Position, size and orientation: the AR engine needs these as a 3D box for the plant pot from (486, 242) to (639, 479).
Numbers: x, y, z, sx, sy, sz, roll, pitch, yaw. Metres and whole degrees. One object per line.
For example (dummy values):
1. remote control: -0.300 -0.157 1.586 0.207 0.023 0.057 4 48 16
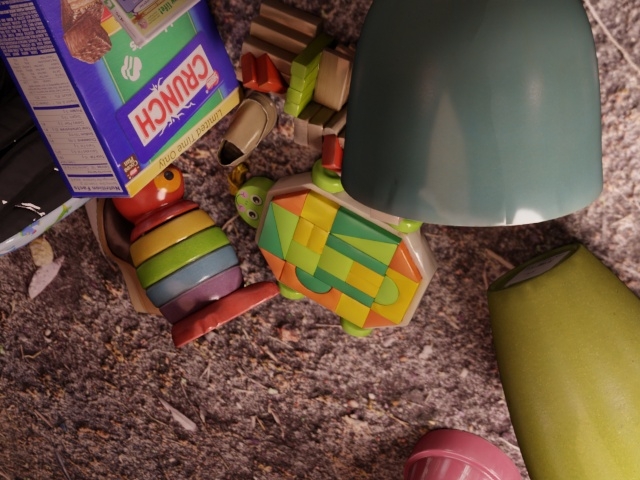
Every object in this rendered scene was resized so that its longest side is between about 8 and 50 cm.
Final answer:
1. plant pot: 0.342 0.163 1.324 0.275 0.275 0.293 -26 94 44

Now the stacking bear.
1. stacking bear: -0.221 0.003 1.574 0.164 0.175 0.289 -30 88 51

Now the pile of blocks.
1. pile of blocks: 0.031 -0.155 1.328 0.362 0.112 0.149 42 137 -6

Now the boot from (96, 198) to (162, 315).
1. boot: -0.245 0.015 1.697 0.207 0.090 0.248 -6 119 19

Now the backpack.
1. backpack: -0.515 -0.098 1.553 0.273 0.355 0.290 -26 110 45

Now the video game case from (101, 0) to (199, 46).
1. video game case: -0.213 -0.363 1.233 0.023 0.212 0.193 -21 113 48

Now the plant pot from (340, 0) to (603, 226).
1. plant pot: 0.167 -0.177 1.112 0.293 0.293 0.235 11 115 25

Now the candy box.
1. candy box: -0.264 -0.253 1.321 0.122 0.268 0.317 5 129 35

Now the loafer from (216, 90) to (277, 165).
1. loafer: -0.107 -0.153 1.464 0.056 0.050 0.148 34 137 3

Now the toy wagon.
1. toy wagon: 0.000 0.000 1.514 0.344 0.068 0.267 29 136 9

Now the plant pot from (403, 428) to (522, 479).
1. plant pot: 0.212 0.442 1.675 0.201 0.180 0.201 17 133 19
